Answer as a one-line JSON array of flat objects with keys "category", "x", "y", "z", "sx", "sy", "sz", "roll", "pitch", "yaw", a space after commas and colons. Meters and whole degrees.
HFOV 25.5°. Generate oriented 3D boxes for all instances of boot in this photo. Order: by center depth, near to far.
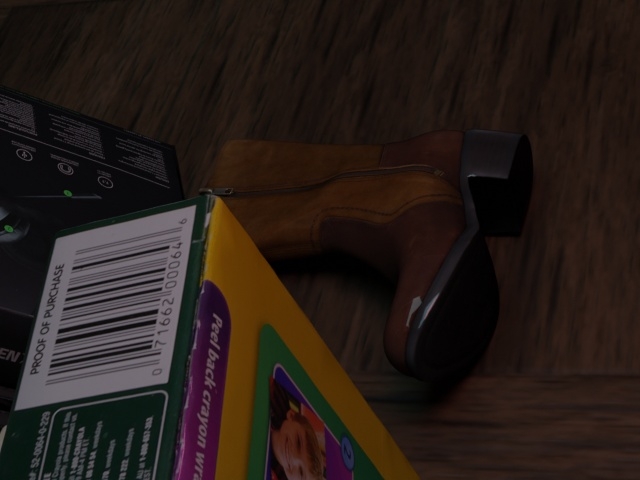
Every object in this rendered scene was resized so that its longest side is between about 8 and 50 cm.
[{"category": "boot", "x": 0.000, "y": 0.000, "z": 1.085, "sx": 0.280, "sy": 0.096, "sz": 0.264, "roll": 1, "pitch": 47, "yaw": 23}]

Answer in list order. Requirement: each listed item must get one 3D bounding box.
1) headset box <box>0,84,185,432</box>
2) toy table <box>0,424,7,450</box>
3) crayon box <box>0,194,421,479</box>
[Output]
[{"category": "headset box", "x": -0.222, "y": 0.022, "z": 1.026, "sx": 0.131, "sy": 0.246, "sz": 0.283, "roll": -55, "pitch": 33, "yaw": 28}, {"category": "toy table", "x": -0.186, "y": 0.256, "z": 0.844, "sx": 0.274, "sy": 0.161, "sz": 0.252, "roll": -13, "pitch": 43, "yaw": 7}, {"category": "crayon box", "x": -0.042, "y": 0.217, "z": 0.688, "sx": 0.106, "sy": 0.313, "sz": 0.363, "roll": -12, "pitch": 47, "yaw": 20}]
